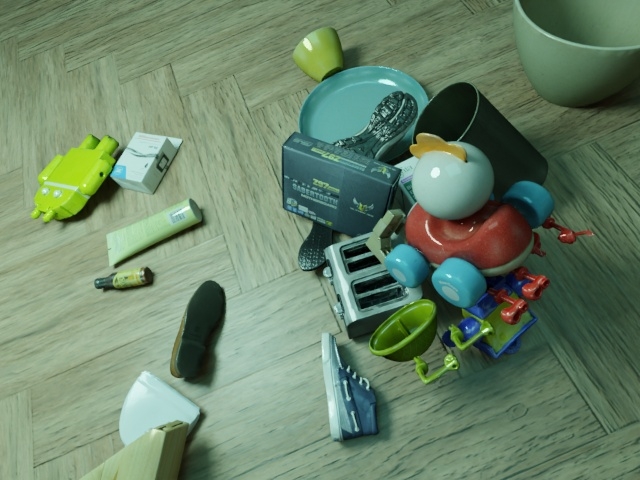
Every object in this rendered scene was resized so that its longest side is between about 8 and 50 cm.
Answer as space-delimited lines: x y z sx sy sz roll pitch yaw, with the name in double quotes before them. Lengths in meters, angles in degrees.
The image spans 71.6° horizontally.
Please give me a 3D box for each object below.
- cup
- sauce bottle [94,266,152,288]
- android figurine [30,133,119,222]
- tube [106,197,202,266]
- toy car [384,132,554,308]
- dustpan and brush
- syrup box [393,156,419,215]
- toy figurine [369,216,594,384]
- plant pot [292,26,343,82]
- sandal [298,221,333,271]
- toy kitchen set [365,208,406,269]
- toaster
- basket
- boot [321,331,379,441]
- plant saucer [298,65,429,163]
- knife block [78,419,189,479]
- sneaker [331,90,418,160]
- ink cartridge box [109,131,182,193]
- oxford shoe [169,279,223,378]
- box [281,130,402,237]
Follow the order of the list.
"cup" 0.568 -0.428 0.943 0.331 0.237 0.330 -5 62 10
"sauce bottle" -0.451 0.089 1.012 0.128 0.042 0.042 -12 61 8
"android figurine" -0.644 -0.163 1.154 0.248 0.056 0.272 13 65 34
"tube" -0.401 -0.026 1.055 0.240 0.062 0.070 -25 20 4
"toy car" 0.191 -0.067 0.669 0.219 0.238 0.210 -43 29 -17
"dustpan and brush" -0.342 0.376 0.839 0.147 0.060 0.211 31 66 11
"syrup box" 0.235 -0.062 0.898 0.093 0.096 0.236 -26 58 1
"toy figurine" 0.284 0.141 0.730 0.362 0.217 0.191 -41 28 -12
"plant pot" 0.009 -0.470 1.160 0.134 0.134 0.095 -30 83 -4
"sandal" 0.000 0.000 0.965 0.067 0.040 0.179 10 51 11
"toy kitchen set" 0.142 -0.003 0.791 0.068 0.083 0.075 -8 50 -41
"toaster" 0.108 0.081 0.854 0.186 0.110 0.168 -17 62 3
"basket" 0.316 -0.172 0.860 0.154 0.227 0.204 -48 24 27
"boot" 0.052 0.259 0.807 0.086 0.069 0.189 -8 70 0
"plant saucer" 0.104 -0.299 1.089 0.318 0.043 0.317 -5 62 10
"knife block" -0.300 0.475 0.731 0.276 0.088 0.242 -35 75 1
"sneaker" 0.102 -0.200 0.969 0.271 0.108 0.100 -39 80 9
"ink cartridge box" -0.452 -0.218 1.157 0.104 0.060 0.180 12 67 19
"oxford shoe" -0.263 0.178 0.913 0.076 0.076 0.212 -27 38 44
"box" 0.034 -0.101 0.903 0.233 0.183 0.059 22 52 12
